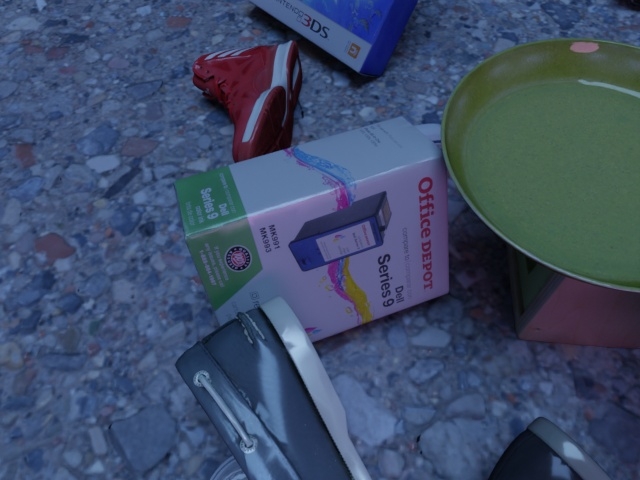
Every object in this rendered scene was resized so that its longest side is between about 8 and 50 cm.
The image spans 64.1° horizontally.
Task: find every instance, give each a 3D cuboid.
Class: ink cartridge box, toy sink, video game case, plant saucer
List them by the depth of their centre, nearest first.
[{"bbox_3d":[0.210,-0.061,0.384,0.240,0.037,0.241,-1,58,2],"label":"plant saucer"},{"bbox_3d":[0.000,0.000,0.452,0.212,0.154,0.093,-18,38,-10],"label":"ink cartridge box"},{"bbox_3d":[0.249,-0.039,0.479,0.131,0.153,0.234,4,60,5],"label":"toy sink"},{"bbox_3d":[0.034,-0.389,0.645,0.244,0.270,0.061,40,31,23],"label":"video game case"}]

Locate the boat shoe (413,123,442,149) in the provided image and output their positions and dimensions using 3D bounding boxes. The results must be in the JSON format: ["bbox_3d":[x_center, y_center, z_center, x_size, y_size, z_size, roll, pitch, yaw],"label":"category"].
[{"bbox_3d":[0.040,-0.047,0.543,0.226,0.083,0.076,-23,71,1],"label":"boat shoe"}]

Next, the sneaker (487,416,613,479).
[{"bbox_3d":[0.200,0.249,0.360,0.118,0.083,0.222,-43,72,-1],"label":"sneaker"}]

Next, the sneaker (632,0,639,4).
[{"bbox_3d":[0.566,-0.398,0.722,0.278,0.107,0.118,8,50,4],"label":"sneaker"}]

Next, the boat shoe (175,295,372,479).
[{"bbox_3d":[-0.006,0.198,0.346,0.099,0.116,0.320,-21,72,-15],"label":"boat shoe"}]

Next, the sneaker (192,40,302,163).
[{"bbox_3d":[-0.100,-0.159,0.617,0.128,0.087,0.221,2,46,13],"label":"sneaker"}]

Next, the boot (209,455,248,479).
[{"bbox_3d":[-0.065,0.261,0.320,0.095,0.123,0.258,3,59,4],"label":"boot"}]
